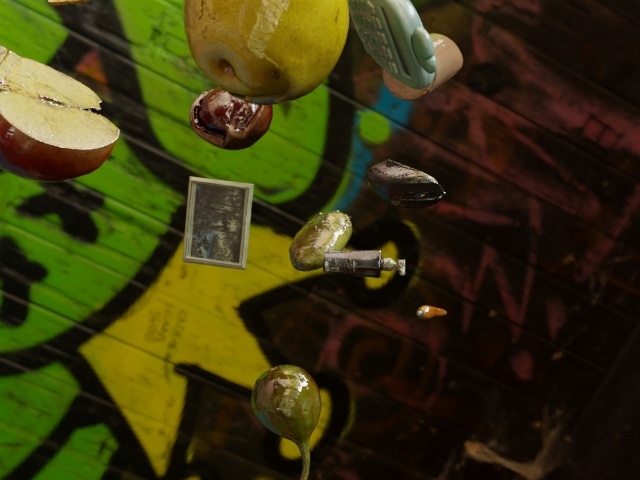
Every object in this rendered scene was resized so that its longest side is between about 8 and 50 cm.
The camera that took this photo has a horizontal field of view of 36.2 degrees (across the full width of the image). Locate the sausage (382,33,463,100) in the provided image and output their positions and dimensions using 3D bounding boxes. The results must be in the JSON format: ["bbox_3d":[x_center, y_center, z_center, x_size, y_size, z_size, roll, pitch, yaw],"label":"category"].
[{"bbox_3d":[0.235,-0.395,2.196,0.123,0.123,0.253,-57,172,28],"label":"sausage"}]

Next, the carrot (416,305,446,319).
[{"bbox_3d":[0.261,0.170,2.317,0.142,0.035,0.035,4,119,-60],"label":"carrot"}]

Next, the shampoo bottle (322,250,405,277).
[{"bbox_3d":[0.111,0.060,2.462,0.057,0.208,0.063,82,13,-56],"label":"shampoo bottle"}]

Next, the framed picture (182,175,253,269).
[{"bbox_3d":[-0.216,-0.035,2.044,0.011,0.142,0.183,-25,122,-76],"label":"framed picture"}]

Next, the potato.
[{"bbox_3d":[0.000,0.000,2.686,0.149,0.113,0.251,3,-153,36],"label":"potato"}]

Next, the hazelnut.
[{"bbox_3d":[-0.210,-0.308,2.395,0.202,0.160,0.170,-25,-107,30],"label":"hazelnut"}]

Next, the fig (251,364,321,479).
[{"bbox_3d":[-0.046,0.332,1.690,0.124,0.124,0.236,155,-76,-69],"label":"fig"}]

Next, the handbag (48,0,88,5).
[{"bbox_3d":[-0.355,-0.372,1.361,0.027,0.061,0.083,-144,-134,-81],"label":"handbag"}]

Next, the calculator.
[{"bbox_3d":[0.123,-0.347,1.648,0.042,0.184,0.295,-30,-149,-9],"label":"calculator"}]

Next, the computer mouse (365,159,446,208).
[{"bbox_3d":[0.169,-0.107,2.006,0.099,0.172,0.057,88,23,-48],"label":"computer mouse"}]

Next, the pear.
[{"bbox_3d":[-0.067,-0.380,1.566,0.336,0.285,0.285,-51,-168,-8],"label":"pear"}]

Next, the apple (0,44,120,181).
[{"bbox_3d":[-0.658,-0.296,2.307,0.295,0.365,0.328,-4,-99,40],"label":"apple"}]
